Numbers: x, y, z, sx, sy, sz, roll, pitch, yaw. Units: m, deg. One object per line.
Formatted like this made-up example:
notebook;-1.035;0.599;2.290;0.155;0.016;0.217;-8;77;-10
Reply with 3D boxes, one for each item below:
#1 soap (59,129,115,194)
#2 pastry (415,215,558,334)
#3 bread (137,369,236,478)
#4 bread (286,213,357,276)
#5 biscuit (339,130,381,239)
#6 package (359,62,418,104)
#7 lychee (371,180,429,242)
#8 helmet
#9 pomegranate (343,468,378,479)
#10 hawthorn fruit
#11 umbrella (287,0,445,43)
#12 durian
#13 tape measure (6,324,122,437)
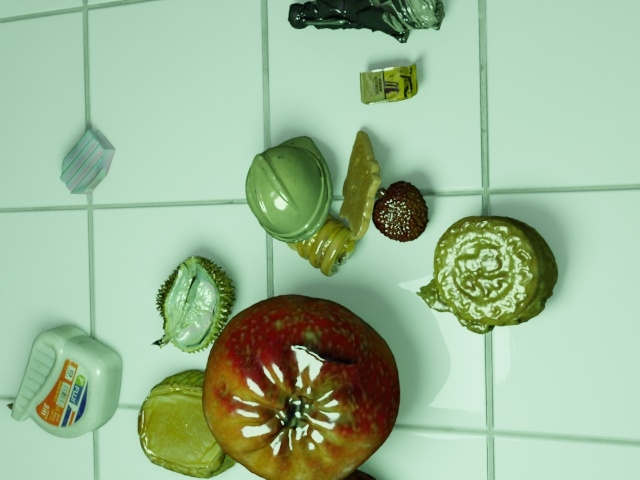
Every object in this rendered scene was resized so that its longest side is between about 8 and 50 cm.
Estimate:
soap;-0.579;-0.187;2.095;0.149;0.056;0.100;-46;73;16
pastry;0.348;0.066;1.690;0.240;0.132;0.235;31;111;26
bread;-0.288;0.424;1.945;0.253;0.142;0.228;14;98;24
bread;0.000;0.000;1.848;0.177;0.084;0.119;33;102;23
biscuit;0.086;-0.120;1.794;0.162;0.035;0.250;-29;55;56
package;0.149;-0.332;1.797;0.131;0.047;0.071;-7;86;21
lychee;0.167;-0.058;1.760;0.123;0.129;0.123;-28;36;23
helmet;-0.094;-0.130;1.810;0.204;0.137;0.258;-32;58;21
pomegranate;0.022;0.632;1.754;0.290;0.290;0.323;41;112;17
hawthorn fruit;-0.042;0.282;1.726;0.402;0.402;0.403;0;91;22
umbrella;0.088;-0.475;1.791;0.357;0.113;0.106;4;65;27
durian;-0.285;0.154;1.938;0.193;0.138;0.237;47;106;10
tape measure;-0.624;0.357;2.090;0.265;0.130;0.258;25;103;14
